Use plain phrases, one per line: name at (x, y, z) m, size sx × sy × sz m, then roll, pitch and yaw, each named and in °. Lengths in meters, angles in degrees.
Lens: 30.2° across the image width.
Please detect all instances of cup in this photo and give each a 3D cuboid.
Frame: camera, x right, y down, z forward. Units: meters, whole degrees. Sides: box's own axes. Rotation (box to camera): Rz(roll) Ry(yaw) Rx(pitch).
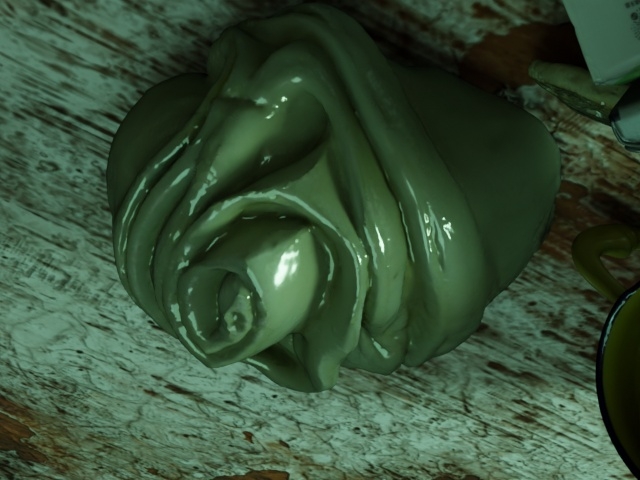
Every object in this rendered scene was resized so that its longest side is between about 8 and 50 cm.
cup at (0.336, 0.054, 0.887) m, size 0.256 × 0.255 × 0.178 m, roll -7°, pitch 154°, yaw -40°

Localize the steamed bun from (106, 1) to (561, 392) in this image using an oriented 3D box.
steamed bun at (-0.006, 0.004, 0.906) m, size 0.324 × 0.219 × 0.310 m, roll 29°, pitch 143°, yaw -23°

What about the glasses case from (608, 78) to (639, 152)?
glasses case at (0.233, -0.104, 0.710) m, size 0.072 × 0.190 × 0.042 m, roll -8°, pitch 111°, yaw 33°

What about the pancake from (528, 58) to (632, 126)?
pancake at (0.206, -0.091, 0.808) m, size 0.152 × 0.025 × 0.151 m, roll 19°, pitch -173°, yaw -2°

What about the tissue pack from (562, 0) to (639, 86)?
tissue pack at (0.246, -0.194, 0.620) m, size 0.229 × 0.145 × 0.159 m, roll -17°, pitch 92°, yaw 36°
